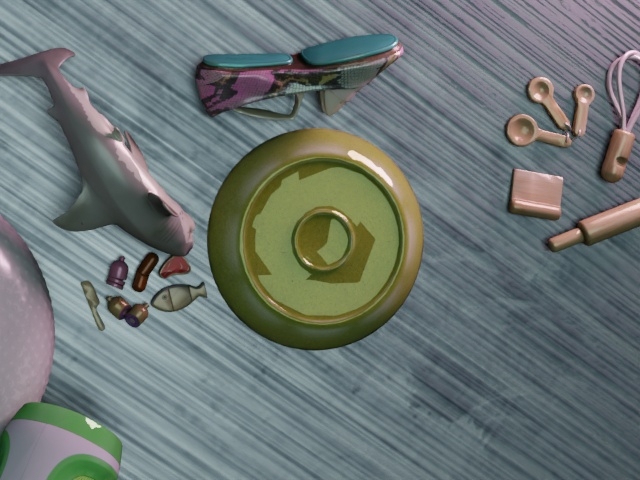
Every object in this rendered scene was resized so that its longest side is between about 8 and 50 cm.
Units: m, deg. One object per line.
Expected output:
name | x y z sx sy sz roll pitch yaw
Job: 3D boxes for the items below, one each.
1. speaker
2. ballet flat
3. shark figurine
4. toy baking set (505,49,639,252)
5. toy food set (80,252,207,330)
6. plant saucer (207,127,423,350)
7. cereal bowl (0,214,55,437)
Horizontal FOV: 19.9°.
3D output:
speaker | -0.295 0.311 1.753 0.131 0.131 0.296 27 66 -13
ballet flat | -0.021 -0.168 1.933 0.221 0.077 0.079 -8 113 -8
shark figurine | -0.237 -0.073 1.840 0.116 0.166 0.278 -37 99 1
toy baking set | 0.321 -0.102 2.030 0.256 0.030 0.197 -16 96 -12
toy food set | -0.185 0.048 1.924 0.122 0.019 0.078 -22 97 -11
plant saucer | 0.000 0.000 1.957 0.241 0.037 0.241 -1 93 -13
cereal bowl | -0.430 0.099 1.810 0.339 0.141 0.339 -1 94 -12
